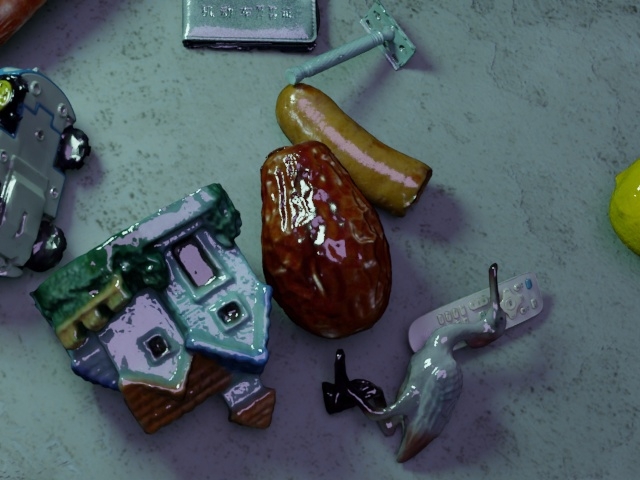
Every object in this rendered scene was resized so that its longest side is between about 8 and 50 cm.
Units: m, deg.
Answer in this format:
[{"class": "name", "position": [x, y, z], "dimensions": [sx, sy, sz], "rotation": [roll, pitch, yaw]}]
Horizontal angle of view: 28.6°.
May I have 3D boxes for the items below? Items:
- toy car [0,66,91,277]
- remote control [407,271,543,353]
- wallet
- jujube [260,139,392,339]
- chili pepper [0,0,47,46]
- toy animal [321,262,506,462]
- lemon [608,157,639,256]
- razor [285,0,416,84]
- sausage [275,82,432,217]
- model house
[{"class": "toy car", "position": [-0.462, -0.100, 1.811], "dimensions": [0.166, 0.198, 0.314], "rotation": [1, 70, 25]}, {"class": "remote control", "position": [0.233, 0.114, 1.911], "dimensions": [0.229, 0.044, 0.073], "rotation": [-22, 103, -16]}, {"class": "wallet", "position": [-0.111, -0.385, 2.004], "dimensions": [0.222, 0.036, 0.167], "rotation": [1, 75, -7]}, {"class": "jujube", "position": [0.000, 0.000, 1.828], "dimensions": [0.197, 0.197, 0.290], "rotation": [-16, 82, -12]}, {"class": "chili pepper", "position": [-0.499, -0.447, 1.870], "dimensions": [0.251, 0.229, 0.305], "rotation": [42, 72, -13]}, {"class": "toy animal", "position": [0.164, 0.196, 1.838], "dimensions": [0.324, 0.090, 0.195], "rotation": [-28, 100, -3]}, {"class": "lemon", "position": [0.544, -0.047, 1.933], "dimensions": [0.203, 0.178, 0.178], "rotation": [32, 73, 3]}, {"class": "razor", "position": [0.038, -0.290, 1.947], "dimensions": [0.232, 0.068, 0.106], "rotation": [-30, 80, -36]}, {"class": "sausage", "position": [0.042, -0.140, 1.927], "dimensions": [0.270, 0.109, 0.109], "rotation": [37, 73, 3]}, {"class": "model house", "position": [-0.194, 0.144, 1.748], "dimensions": [0.295, 0.252, 0.329], "rotation": [-29, 87, -15]}]
